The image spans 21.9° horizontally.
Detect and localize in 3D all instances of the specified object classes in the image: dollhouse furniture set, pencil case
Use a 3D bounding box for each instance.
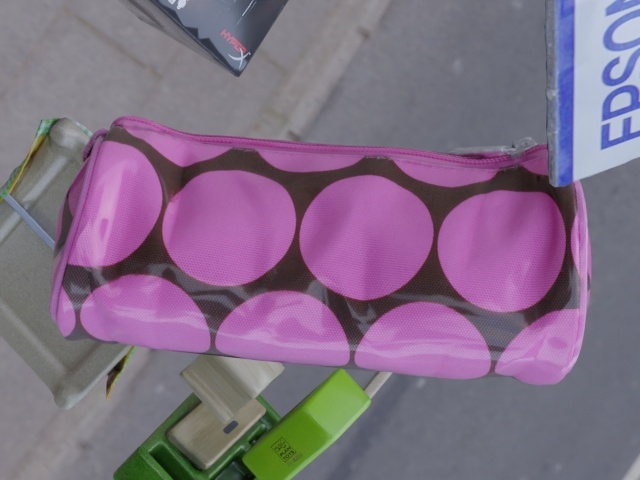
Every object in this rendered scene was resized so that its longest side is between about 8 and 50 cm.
[{"bbox_3d":[-0.109,0.050,1.239,0.197,0.301,0.151,-44,178,34],"label":"dollhouse furniture set"},{"bbox_3d":[0.000,0.000,0.650,0.095,0.209,0.098,-79,173,-82],"label":"pencil case"}]

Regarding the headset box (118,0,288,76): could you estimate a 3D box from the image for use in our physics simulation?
[{"bbox_3d":[-0.056,-0.292,1.175,0.293,0.110,0.218,-57,158,-2],"label":"headset box"}]

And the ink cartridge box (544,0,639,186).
[{"bbox_3d":[0.180,-0.166,0.357,0.307,0.072,0.303,-17,146,-3],"label":"ink cartridge box"}]
